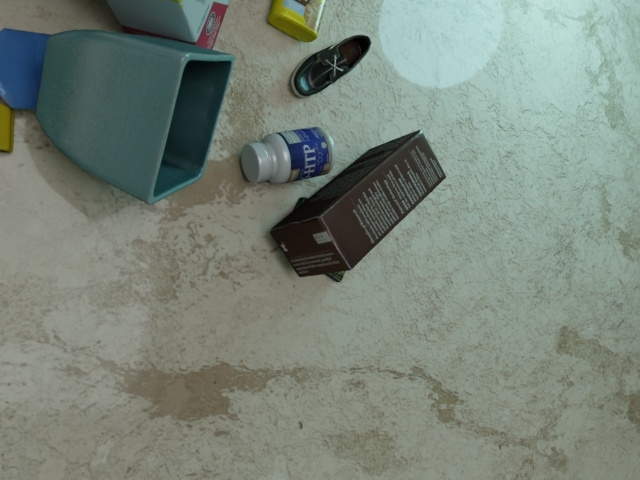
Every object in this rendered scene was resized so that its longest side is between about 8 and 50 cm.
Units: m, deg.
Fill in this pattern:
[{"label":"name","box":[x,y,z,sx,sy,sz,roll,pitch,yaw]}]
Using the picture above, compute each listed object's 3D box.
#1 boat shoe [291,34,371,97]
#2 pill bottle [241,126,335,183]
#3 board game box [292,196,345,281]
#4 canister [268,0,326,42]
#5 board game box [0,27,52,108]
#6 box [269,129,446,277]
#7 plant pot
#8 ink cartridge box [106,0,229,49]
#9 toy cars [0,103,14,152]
[{"label":"boat shoe","box":[0.025,-0.415,1.341,0.233,0.079,0.084,-40,110,-25]},{"label":"pill bottle","box":[-0.072,-0.183,1.251,0.187,0.112,0.112,-16,97,-31]},{"label":"board game box","box":[0.000,0.000,1.341,0.186,0.026,0.126,34,71,-27]},{"label":"canister","box":[-0.043,-0.556,1.305,0.126,0.073,0.169,19,80,-30]},{"label":"board game box","box":[-0.510,-0.300,1.018,0.169,0.033,0.133,-16,104,-53]},{"label":"box","box":[0.092,-0.085,1.278,0.381,0.191,0.143,-39,106,-33]},{"label":"plant pot","box":[-0.330,-0.240,0.987,0.252,0.247,0.247,20,109,2]},{"label":"ink cartridge box","box":[-0.261,-0.526,0.974,0.161,0.384,0.279,16,79,3]},{"label":"toy cars","box":[-0.668,-0.267,0.896,0.393,0.087,0.176,47,66,-22]}]
